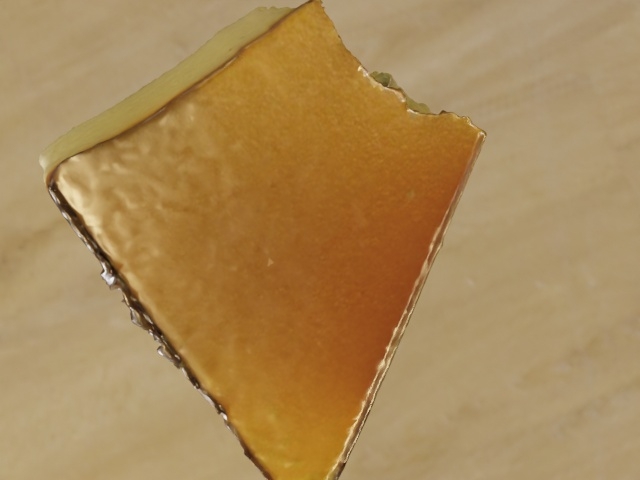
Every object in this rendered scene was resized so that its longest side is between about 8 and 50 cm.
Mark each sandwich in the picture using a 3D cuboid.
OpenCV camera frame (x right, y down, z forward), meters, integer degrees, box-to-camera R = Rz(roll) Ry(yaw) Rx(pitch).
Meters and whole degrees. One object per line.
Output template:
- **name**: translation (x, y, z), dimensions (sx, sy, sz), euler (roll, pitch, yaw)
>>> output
- **sandwich**: translation (0.000, 0.000, 0.761), dimensions (0.162, 0.058, 0.193), euler (-33, 112, 1)
